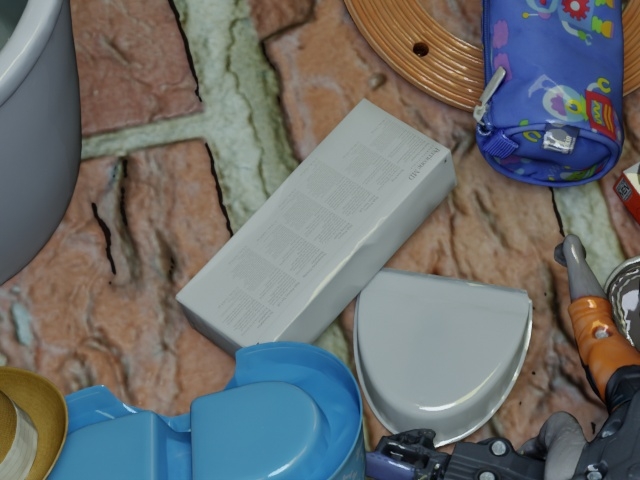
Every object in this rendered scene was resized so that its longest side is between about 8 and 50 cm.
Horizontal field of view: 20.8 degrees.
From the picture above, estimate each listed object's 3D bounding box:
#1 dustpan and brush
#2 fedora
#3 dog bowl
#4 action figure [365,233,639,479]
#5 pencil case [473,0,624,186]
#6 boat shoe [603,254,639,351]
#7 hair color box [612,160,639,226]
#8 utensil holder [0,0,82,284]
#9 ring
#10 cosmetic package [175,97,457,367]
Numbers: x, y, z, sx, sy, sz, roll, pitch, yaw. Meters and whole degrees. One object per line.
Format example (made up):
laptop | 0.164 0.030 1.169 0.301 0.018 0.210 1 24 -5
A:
dustpan and brush | 0.085 0.136 1.422 0.147 0.060 0.211 9 64 11
fedora | -0.290 0.148 1.327 0.194 0.079 0.194 -15 41 14
dog bowl | -0.103 0.179 1.326 0.297 0.074 0.166 -15 43 8
action figure | 0.200 0.128 1.290 0.341 0.178 0.330 8 57 11
pencil case | 0.185 -0.196 1.467 0.133 0.119 0.306 10 69 -25
boat shoe | 0.345 0.141 1.397 0.116 0.097 0.324 -43 79 17
hair color box | 0.321 -0.013 1.490 0.072 0.043 0.141 -32 76 -12
utensil holder | -0.341 -0.139 1.301 0.328 0.385 0.327 2 72 -5
ring | 0.177 -0.259 1.569 0.337 0.032 0.336 2 72 -5
cosmetic package | 0.000 0.000 1.441 0.099 0.060 0.239 34 71 30
